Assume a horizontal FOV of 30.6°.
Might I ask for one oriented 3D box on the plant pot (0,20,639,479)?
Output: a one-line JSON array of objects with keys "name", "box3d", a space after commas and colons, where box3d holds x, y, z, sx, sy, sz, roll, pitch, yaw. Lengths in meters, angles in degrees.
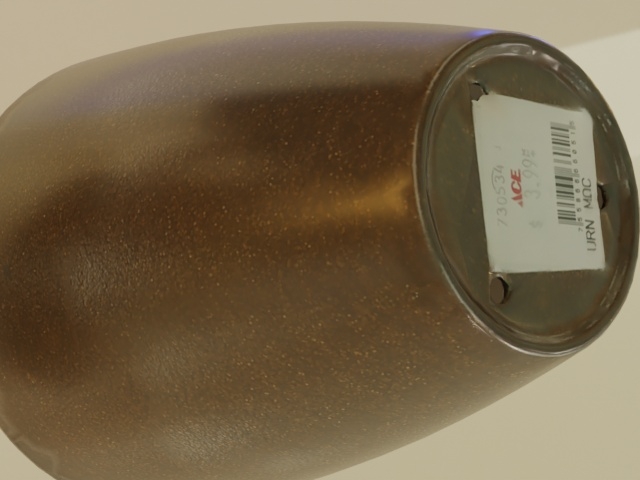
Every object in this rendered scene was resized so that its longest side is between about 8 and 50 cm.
[{"name": "plant pot", "box3d": [0.000, 0.000, 0.463, 0.215, 0.230, 0.215, 9, -104, -38]}]
